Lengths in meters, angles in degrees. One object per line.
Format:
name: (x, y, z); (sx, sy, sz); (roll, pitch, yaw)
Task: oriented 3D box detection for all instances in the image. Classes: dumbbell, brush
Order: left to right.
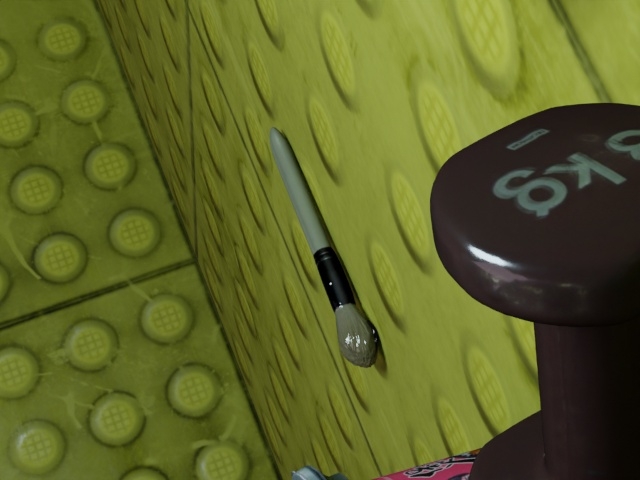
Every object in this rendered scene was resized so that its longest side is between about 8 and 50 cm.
brush: (0.000, 0.000, 1.433); (0.042, 0.039, 0.299); (103, 149, -63)
dumbbell: (0.129, 0.058, 0.634); (0.124, 0.140, 0.225); (41, 150, 49)

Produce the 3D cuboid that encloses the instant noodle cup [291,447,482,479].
instant noodle cup: (0.108, 0.251, 0.939); (0.258, 0.182, 0.302); (84, 162, -47)
